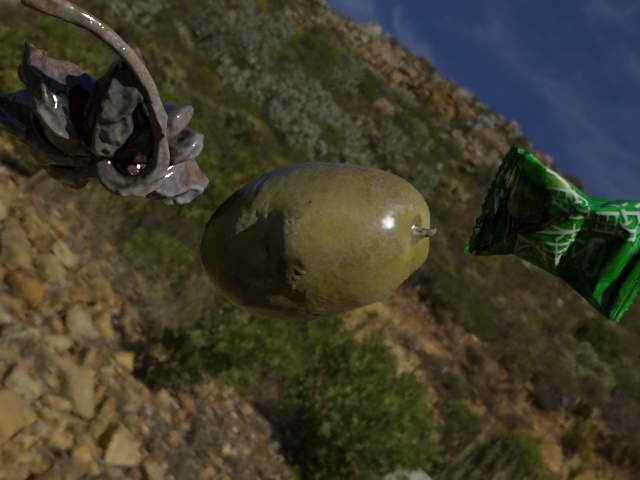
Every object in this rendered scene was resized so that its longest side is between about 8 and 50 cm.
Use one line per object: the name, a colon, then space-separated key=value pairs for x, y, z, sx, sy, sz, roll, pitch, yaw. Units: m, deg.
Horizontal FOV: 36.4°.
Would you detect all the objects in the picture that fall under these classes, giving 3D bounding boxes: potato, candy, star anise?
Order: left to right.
star anise: x=-0.268 y=-0.131 z=1.147 sx=0.316 sy=0.139 sz=0.359 roll=-20 pitch=-40 yaw=40
potato: x=0.000 y=0.000 z=0.972 sx=0.251 sy=0.174 sz=0.159 roll=-8 pitch=-85 yaw=34
candy: x=0.281 y=-0.013 z=1.101 sx=0.203 sy=0.078 sz=0.141 roll=26 pitch=-59 yaw=13
